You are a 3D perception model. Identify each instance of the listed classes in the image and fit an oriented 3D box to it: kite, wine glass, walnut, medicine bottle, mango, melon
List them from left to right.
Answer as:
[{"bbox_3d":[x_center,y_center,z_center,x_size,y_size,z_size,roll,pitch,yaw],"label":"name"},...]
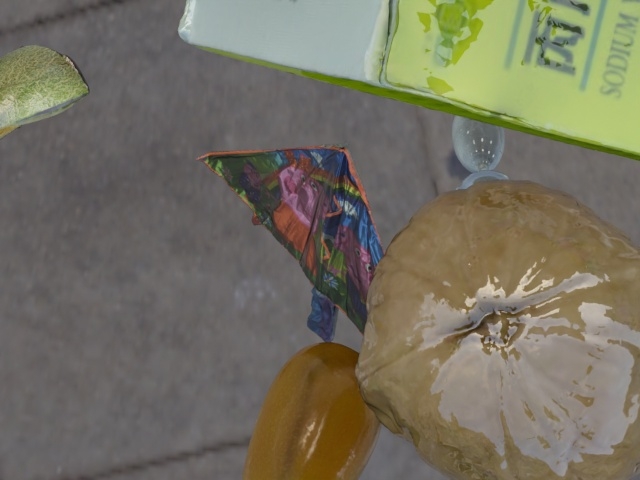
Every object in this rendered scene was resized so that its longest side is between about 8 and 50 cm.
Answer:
[{"bbox_3d":[-0.322,-0.143,1.819,0.160,0.128,0.079,-19,101,40],"label":"melon"},{"bbox_3d":[-0.009,0.155,1.294,0.085,0.184,0.102,32,140,-18],"label":"mango"},{"bbox_3d":[0.000,0.000,1.379,0.016,0.321,0.234,-29,150,-25],"label":"kite"},{"bbox_3d":[0.168,-0.091,1.891,0.066,0.198,0.066,1,119,1],"label":"wine glass"},{"bbox_3d":[0.133,0.069,1.179,0.228,0.228,0.228,-1,119,-1],"label":"walnut"},{"bbox_3d":[0.095,-0.102,0.630,0.250,0.141,0.137,11,96,-32],"label":"medicine bottle"}]
